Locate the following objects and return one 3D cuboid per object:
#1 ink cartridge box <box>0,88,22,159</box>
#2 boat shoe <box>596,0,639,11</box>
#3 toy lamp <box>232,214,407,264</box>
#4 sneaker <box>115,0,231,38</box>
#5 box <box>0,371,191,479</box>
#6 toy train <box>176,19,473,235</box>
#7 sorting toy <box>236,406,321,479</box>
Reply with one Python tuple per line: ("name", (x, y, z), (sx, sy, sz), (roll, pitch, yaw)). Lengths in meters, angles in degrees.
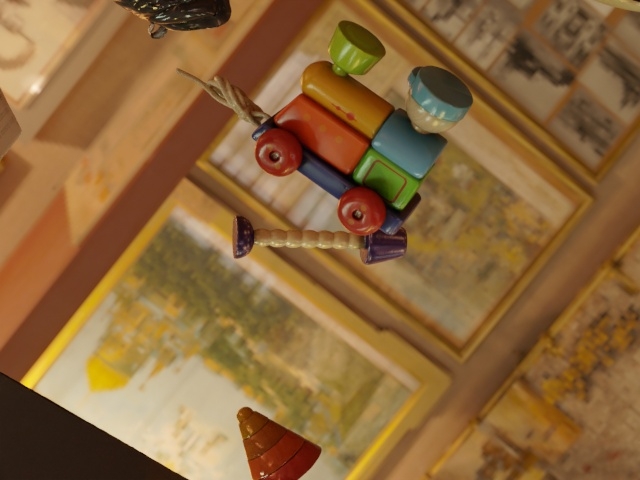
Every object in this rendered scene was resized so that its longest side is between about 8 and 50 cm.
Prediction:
("ink cartridge box", (-0.344, -0.186, 0.796), (0.207, 0.119, 0.353), (-102, -11, -71))
("boat shoe", (0.252, -0.247, 1.123), (0.133, 0.042, 0.049), (22, -177, 10))
("toy lamp", (0.000, 0.000, 1.905), (0.275, 0.080, 0.080), (0, -168, -9))
("sneaker", (-0.130, -0.346, 1.400), (0.153, 0.269, 0.101), (44, -167, -50))
("box", (-0.271, 0.271, 1.039), (0.343, 0.179, 0.312), (25, 146, 20))
("toy train", (0.000, -0.129, 1.027), (0.248, 0.143, 0.105), (36, -149, 5))
("sorting toy", (-0.101, 0.328, 1.655), (0.126, 0.127, 0.365), (54, -164, -6))
